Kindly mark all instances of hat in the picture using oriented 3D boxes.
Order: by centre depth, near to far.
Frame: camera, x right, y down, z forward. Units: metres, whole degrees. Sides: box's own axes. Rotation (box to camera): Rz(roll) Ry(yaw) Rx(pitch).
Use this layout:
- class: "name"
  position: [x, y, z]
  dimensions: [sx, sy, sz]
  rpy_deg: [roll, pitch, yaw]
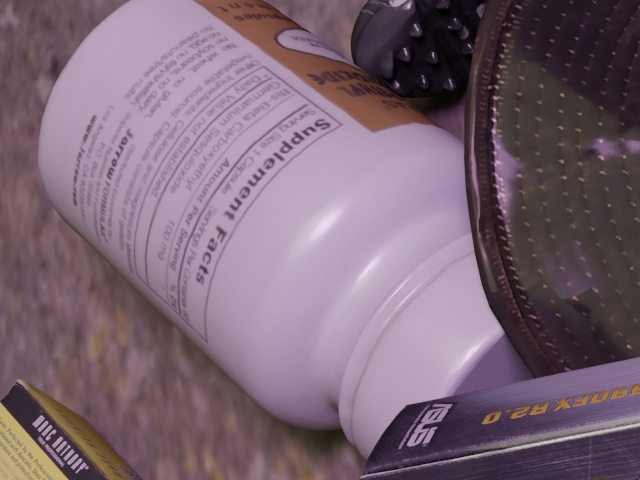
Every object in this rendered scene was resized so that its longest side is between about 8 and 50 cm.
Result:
- class: "hat"
  position: [0.209, -0.041, 0.514]
  dimensions: [0.331, 0.134, 0.331]
  rpy_deg: [-1, 67, 1]

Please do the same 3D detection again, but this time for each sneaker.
- class: "sneaker"
  position: [0.083, -0.162, 0.743]
  dimensions: [0.234, 0.078, 0.106]
  rpy_deg: [-49, 51, -8]

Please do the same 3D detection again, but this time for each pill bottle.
- class: "pill bottle"
  position: [0.000, 0.000, 0.663]
  dimensions: [0.131, 0.131, 0.229]
  rpy_deg: [-48, 55, -3]

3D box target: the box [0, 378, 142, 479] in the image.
- class: "box"
  position: [-0.169, 0.176, 0.704]
  dimensions: [0.232, 0.058, 0.087]
  rpy_deg: [-49, 54, -4]

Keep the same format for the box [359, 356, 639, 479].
- class: "box"
  position: [0.134, 0.143, 0.480]
  dimensions: [0.183, 0.056, 0.231]
  rpy_deg: [-13, 103, 21]
